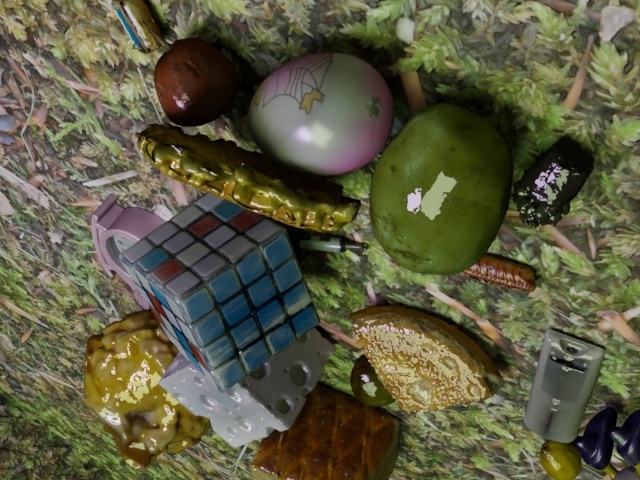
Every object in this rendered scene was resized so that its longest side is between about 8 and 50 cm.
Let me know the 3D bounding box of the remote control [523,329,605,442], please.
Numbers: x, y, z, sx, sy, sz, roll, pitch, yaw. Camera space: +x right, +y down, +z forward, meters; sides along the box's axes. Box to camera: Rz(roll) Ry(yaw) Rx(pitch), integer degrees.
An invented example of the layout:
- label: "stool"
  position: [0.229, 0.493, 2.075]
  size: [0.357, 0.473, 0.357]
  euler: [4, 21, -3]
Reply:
- label: "remote control"
  position: [0.454, 0.292, 1.825]
  size: [0.109, 0.055, 0.313]
  euler: [20, 143, 19]

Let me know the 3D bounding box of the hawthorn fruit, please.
- label: "hawthorn fruit"
  position: [-0.215, -0.275, 1.612]
  size: [0.149, 0.149, 0.189]
  euler: [8, 141, 33]

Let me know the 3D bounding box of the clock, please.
- label: "clock"
  position: [-0.385, 0.057, 2.207]
  size: [0.275, 0.080, 0.290]
  euler: [24, 145, 15]

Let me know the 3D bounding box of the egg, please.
- label: "egg"
  position: [-0.007, -0.198, 1.499]
  size: [0.271, 0.196, 0.196]
  euler: [22, 147, 47]

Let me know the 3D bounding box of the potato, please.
- label: "potato"
  position: [0.186, -0.071, 1.482]
  size: [0.216, 0.215, 0.304]
  euler: [29, 148, 8]

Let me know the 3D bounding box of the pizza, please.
- label: "pizza"
  position: [0.199, 0.247, 1.920]
  size: [0.336, 0.086, 0.226]
  euler: [22, 120, 15]

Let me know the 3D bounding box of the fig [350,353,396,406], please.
- label: "fig"
  position: [0.181, 0.296, 2.027]
  size: [0.237, 0.124, 0.124]
  euler: [4, 140, 5]

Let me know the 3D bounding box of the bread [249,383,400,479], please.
- label: "bread"
  position: [0.015, 0.515, 2.262]
  size: [0.279, 0.279, 0.207]
  euler: [22, 141, 20]

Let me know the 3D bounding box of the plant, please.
- label: "plant"
  position: [0.344, -0.081, 1.437]
  size: [0.092, 0.094, 0.143]
  euler: [40, 141, 11]

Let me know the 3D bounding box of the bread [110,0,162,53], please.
- label: "bread"
  position: [-0.312, -0.375, 1.658]
  size: [0.072, 0.053, 0.106]
  euler: [24, 149, 56]

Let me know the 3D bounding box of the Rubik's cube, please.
- label: "Rubik's cube"
  position: [-0.192, 0.090, 1.878]
  size: [0.253, 0.259, 0.256]
  euler: [31, 150, 47]

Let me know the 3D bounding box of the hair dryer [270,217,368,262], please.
- label: "hair dryer"
  position: [0.000, 0.000, 1.861]
  size: [0.198, 0.057, 0.100]
  euler: [5, 137, 23]

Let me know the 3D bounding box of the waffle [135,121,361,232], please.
- label: "waffle"
  position: [-0.124, -0.104, 1.588]
  size: [0.380, 0.095, 0.382]
  euler: [21, -174, -8]

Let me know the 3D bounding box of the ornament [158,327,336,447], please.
- label: "ornament"
  position: [-0.161, 0.275, 2.116]
  size: [0.239, 0.239, 0.240]
  euler: [43, 141, -14]

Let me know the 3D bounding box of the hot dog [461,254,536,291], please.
- label: "hot dog"
  position: [0.309, 0.058, 1.678]
  size: [0.144, 0.038, 0.062]
  euler: [16, 141, 23]

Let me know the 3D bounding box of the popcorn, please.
- label: "popcorn"
  position: [-0.400, 0.342, 2.359]
  size: [0.344, 0.354, 0.390]
  euler: [37, 106, 25]

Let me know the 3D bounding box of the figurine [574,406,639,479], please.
- label: "figurine"
  position: [0.646, 0.488, 1.786]
  size: [0.421, 0.193, 0.154]
  euler: [41, 142, -18]

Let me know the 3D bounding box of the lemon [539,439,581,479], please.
- label: "lemon"
  position: [0.492, 0.450, 1.961]
  size: [0.082, 0.082, 0.110]
  euler: [-3, 135, 41]
